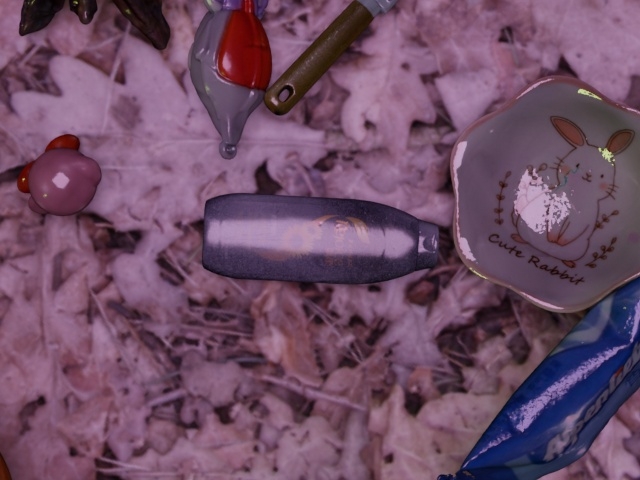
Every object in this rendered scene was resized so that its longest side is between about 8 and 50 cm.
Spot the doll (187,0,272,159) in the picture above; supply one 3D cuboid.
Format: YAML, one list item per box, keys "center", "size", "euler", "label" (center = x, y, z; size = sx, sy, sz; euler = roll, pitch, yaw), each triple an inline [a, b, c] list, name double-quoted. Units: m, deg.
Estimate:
- center: [-0.087, -0.192, 1.323]
  size: [0.075, 0.102, 0.228]
  euler: [-3, 84, 43]
  label: "doll"

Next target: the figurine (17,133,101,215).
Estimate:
- center: [-0.258, -0.057, 1.325]
  size: [0.083, 0.067, 0.071]
  euler: [-48, 69, 13]
  label: "figurine"

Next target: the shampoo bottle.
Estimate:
- center: [0.000, 0.000, 1.336]
  size: [0.233, 0.049, 0.087]
  euler: [4, 90, -1]
  label: "shampoo bottle"

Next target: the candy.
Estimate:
- center: [0.247, 0.141, 1.281]
  size: [0.331, 0.187, 0.077]
  euler: [-46, 62, -3]
  label: "candy"

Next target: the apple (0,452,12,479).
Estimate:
- center: [-0.413, 0.271, 1.198]
  size: [0.286, 0.286, 0.233]
  euler: [-7, 58, -2]
  label: "apple"

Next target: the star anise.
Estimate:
- center: [-0.206, -0.310, 1.288]
  size: [0.212, 0.129, 0.283]
  euler: [47, 121, 19]
  label: "star anise"

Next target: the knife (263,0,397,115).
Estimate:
- center: [0.056, -0.260, 1.336]
  size: [0.061, 0.027, 0.343]
  euler: [45, 78, -11]
  label: "knife"

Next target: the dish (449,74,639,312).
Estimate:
- center: [0.239, -0.044, 1.317]
  size: [0.229, 0.081, 0.229]
  euler: [1, 93, 18]
  label: "dish"
